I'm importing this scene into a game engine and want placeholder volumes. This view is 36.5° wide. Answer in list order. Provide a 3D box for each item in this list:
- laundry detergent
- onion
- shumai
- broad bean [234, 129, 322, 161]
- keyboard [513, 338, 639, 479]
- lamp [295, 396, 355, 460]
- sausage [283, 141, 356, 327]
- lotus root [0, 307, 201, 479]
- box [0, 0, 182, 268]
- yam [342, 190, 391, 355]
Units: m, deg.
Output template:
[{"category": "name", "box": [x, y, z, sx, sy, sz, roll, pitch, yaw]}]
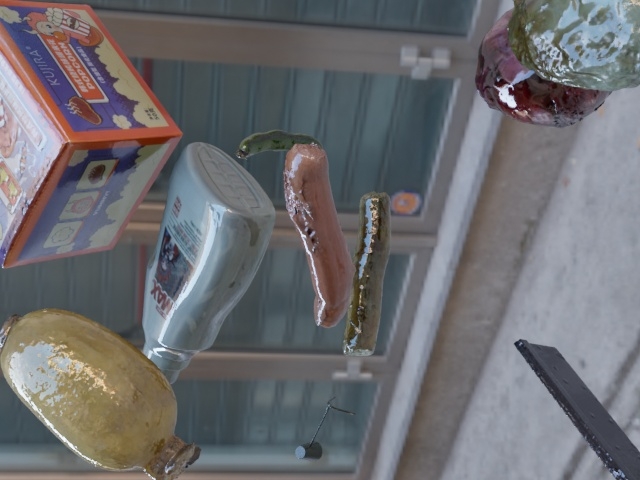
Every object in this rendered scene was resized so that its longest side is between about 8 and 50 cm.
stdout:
[{"category": "laundry detergent", "box": [-0.220, 0.060, 1.638, 0.264, 0.124, 0.398, 50, 127, 43]}, {"category": "onion", "box": [0.384, -0.281, 1.610, 0.252, 0.252, 0.219, -98, -14, -49]}, {"category": "shumai", "box": [0.271, -0.277, 0.934, 0.271, 0.222, 0.204, 22, 145, 42]}, {"category": "broad bean", "box": [-0.086, -0.183, 1.881, 0.069, 0.226, 0.039, 51, 131, 21]}, {"category": "keyboard", "box": [0.375, 0.249, 1.339, 0.018, 0.100, 0.310, -56, 41, 23]}, {"category": "lamp", "box": [-0.002, 0.306, 1.551, 0.041, 0.054, 0.121, 45, 110, 32]}, {"category": "sausage", "box": [0.000, 0.000, 1.402, 0.078, 0.078, 0.304, -104, 1, -61]}, {"category": "lotus root", "box": [-0.283, 0.188, 1.219, 0.146, 0.303, 0.131, -49, -9, -20]}, {"category": "box", "box": [-0.485, -0.190, 1.700, 0.349, 0.256, 0.318, 54, 128, 20]}, {"category": "yam", "box": [0.090, 0.062, 1.822, 0.071, 0.067, 0.318, 28, -116, -49]}]
